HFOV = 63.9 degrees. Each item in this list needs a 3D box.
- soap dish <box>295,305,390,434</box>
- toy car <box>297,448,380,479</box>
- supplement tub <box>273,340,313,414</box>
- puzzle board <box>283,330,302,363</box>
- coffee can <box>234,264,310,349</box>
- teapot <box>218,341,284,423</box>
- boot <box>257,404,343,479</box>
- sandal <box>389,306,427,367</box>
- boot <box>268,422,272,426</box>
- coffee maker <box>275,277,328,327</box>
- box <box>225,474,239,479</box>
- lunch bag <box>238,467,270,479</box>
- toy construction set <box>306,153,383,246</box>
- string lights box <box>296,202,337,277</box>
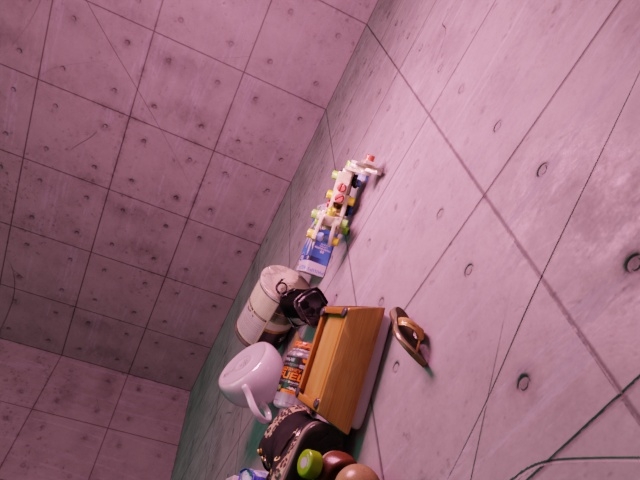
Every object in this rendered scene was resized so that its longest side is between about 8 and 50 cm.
[{"bbox_3d":[0.047,0.290,1.235,0.229,0.118,0.291,162,128,-71],"label":"soap dish"},{"bbox_3d":[0.059,0.466,0.927,0.188,0.155,0.149,-22,48,54],"label":"toy car"},{"bbox_3d":[-0.055,0.392,1.464,0.117,0.117,0.191,147,141,-66],"label":"supplement tub"},{"bbox_3d":[-0.096,0.395,1.814,0.096,0.011,0.128,-141,72,-73],"label":"puzzle board"},{"bbox_3d":[-0.182,0.259,1.931,0.202,0.201,0.275,-91,26,-55],"label":"coffee can"},{"bbox_3d":[-0.216,0.495,1.788,0.252,0.187,0.256,-17,24,50],"label":"teapot"},{"bbox_3d":[-0.093,0.577,1.218,0.378,0.138,0.284,-64,10,-9],"label":"boot"},{"bbox_3d":[0.181,0.181,1.032,0.049,0.072,0.180,-42,18,15],"label":"sandal"},{"bbox_3d":[-0.148,0.639,1.632,0.106,0.037,0.114,129,153,-55],"label":"boot"},{"bbox_3d":[-0.066,0.204,1.654,0.120,0.171,0.178,-57,12,-19],"label":"coffee maker"},{"bbox_3d":[-0.227,0.796,1.502,0.091,0.130,0.171,-49,25,51],"label":"box"},{"bbox_3d":[-0.149,0.672,1.396,0.151,0.128,0.096,-50,25,47],"label":"lunch bag"},{"bbox_3d":[0.071,-0.142,1.673,0.328,0.151,0.215,-58,-8,10],"label":"toy construction set"},{"bbox_3d":[0.000,0.000,1.878,0.260,0.076,0.133,-71,16,-7],"label":"string lights box"}]
